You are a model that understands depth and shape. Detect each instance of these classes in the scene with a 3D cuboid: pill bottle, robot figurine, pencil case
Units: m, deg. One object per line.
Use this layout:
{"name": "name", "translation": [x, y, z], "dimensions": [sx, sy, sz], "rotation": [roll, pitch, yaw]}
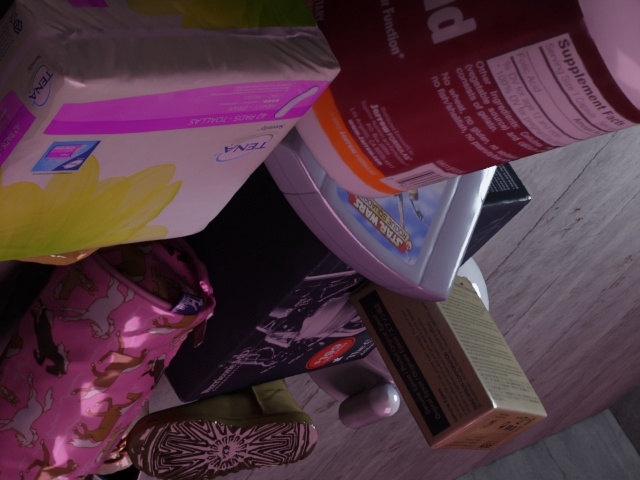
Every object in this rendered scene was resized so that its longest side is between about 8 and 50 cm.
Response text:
{"name": "pill bottle", "translation": [0.176, -0.186, 1.376], "dimensions": [0.392, 0.224, 0.224], "rotation": [-16, 170, 30]}
{"name": "robot figurine", "translation": [0.093, 0.101, 2.187], "dimensions": [0.200, 0.300, 0.353], "rotation": [18, 157, -14]}
{"name": "pencil case", "translation": [-0.263, 0.160, 1.775], "dimensions": [0.386, 0.167, 0.160], "rotation": [-56, 168, 21]}

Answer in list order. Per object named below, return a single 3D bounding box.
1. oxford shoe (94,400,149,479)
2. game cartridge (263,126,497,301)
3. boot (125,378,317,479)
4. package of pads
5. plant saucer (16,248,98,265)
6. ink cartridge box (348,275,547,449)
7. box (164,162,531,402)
{"name": "oxford shoe", "translation": [-0.256, 0.196, 2.021], "dimensions": [0.140, 0.146, 0.397], "rotation": [-27, 161, -10]}
{"name": "game cartridge", "translation": [0.061, -0.073, 1.623], "dimensions": [0.062, 0.198, 0.297], "rotation": [-3, 147, 39]}
{"name": "boot", "translation": [-0.147, 0.169, 1.977], "dimensions": [0.236, 0.269, 0.089], "rotation": [3, 120, -25]}
{"name": "package of pads", "translation": [-0.154, -0.086, 1.290], "dimensions": [0.296, 0.101, 0.229], "rotation": [-9, 150, -47]}
{"name": "plant saucer", "translation": [-0.208, -0.113, 1.421], "dimensions": [0.333, 0.081, 0.333], "rotation": [-39, 160, 19]}
{"name": "ink cartridge box", "translation": [0.145, 0.130, 1.843], "dimensions": [0.088, 0.193, 0.234], "rotation": [-34, 161, 14]}
{"name": "box", "translation": [0.000, 0.000, 1.873], "dimensions": [0.312, 0.179, 0.343], "rotation": [-9, 151, -46]}
